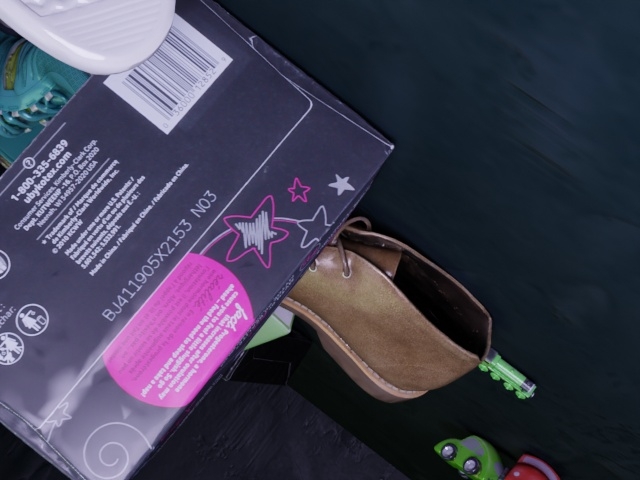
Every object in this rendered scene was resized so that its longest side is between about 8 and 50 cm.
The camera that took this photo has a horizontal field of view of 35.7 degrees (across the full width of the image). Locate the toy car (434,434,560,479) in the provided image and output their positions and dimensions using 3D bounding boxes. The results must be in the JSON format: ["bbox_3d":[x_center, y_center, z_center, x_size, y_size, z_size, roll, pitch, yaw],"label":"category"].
[{"bbox_3d":[0.229,0.286,1.187,0.225,0.053,0.239,25,162,49],"label":"toy car"}]

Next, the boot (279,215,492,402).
[{"bbox_3d":[0.000,0.000,0.718,0.305,0.112,0.115,39,148,-16],"label":"boot"}]

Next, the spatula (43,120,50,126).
[{"bbox_3d":[-0.214,-0.092,1.010,0.242,0.019,0.168,26,-174,-44],"label":"spatula"}]

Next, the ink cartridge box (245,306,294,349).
[{"bbox_3d":[-0.209,0.039,0.926,0.353,0.119,0.207,-24,126,34],"label":"ink cartridge box"}]

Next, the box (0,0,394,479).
[{"bbox_3d":[-0.101,0.003,0.592,0.163,0.247,0.142,39,169,2],"label":"box"}]

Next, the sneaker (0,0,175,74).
[{"bbox_3d":[-0.165,-0.164,0.519,0.256,0.094,0.151,46,164,9],"label":"sneaker"}]

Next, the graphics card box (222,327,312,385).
[{"bbox_3d":[-0.209,0.083,1.526,0.371,0.094,0.233,33,-178,21],"label":"graphics card box"}]

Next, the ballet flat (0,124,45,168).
[{"bbox_3d":[-0.371,-0.182,1.102,0.316,0.107,0.106,50,172,-3],"label":"ballet flat"}]

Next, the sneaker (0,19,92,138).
[{"bbox_3d":[-0.227,-0.127,0.826,0.275,0.110,0.107,23,161,51],"label":"sneaker"}]

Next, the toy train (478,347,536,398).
[{"bbox_3d":[0.142,0.101,0.816,0.083,0.017,0.023,36,158,11],"label":"toy train"}]
